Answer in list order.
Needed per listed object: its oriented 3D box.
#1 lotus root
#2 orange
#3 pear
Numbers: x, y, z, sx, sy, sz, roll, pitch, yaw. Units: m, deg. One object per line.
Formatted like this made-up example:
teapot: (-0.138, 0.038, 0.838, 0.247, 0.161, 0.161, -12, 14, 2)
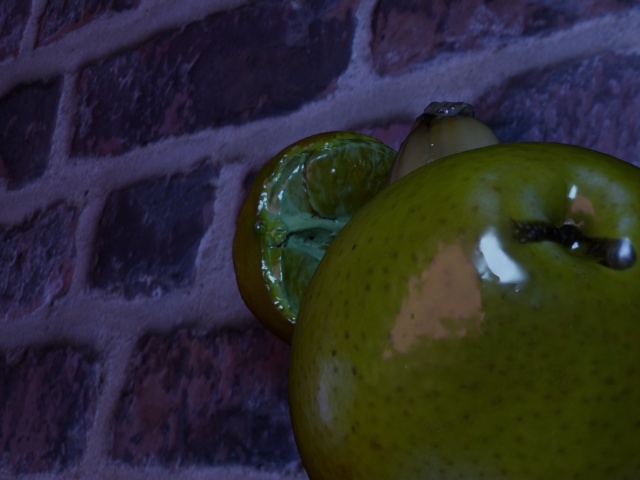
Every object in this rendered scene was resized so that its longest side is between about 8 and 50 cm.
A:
lotus root: (0.124, 0.008, 1.576, 0.146, 0.131, 0.303, 137, 142, -67)
orange: (-0.004, 0.002, 1.705, 0.158, 0.179, 0.237, -2, 74, 50)
pear: (0.152, 0.104, 1.306, 0.418, 0.362, 0.362, 110, 154, -49)
